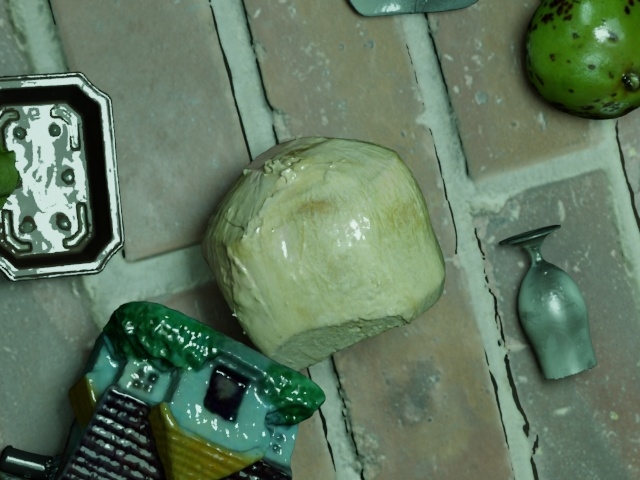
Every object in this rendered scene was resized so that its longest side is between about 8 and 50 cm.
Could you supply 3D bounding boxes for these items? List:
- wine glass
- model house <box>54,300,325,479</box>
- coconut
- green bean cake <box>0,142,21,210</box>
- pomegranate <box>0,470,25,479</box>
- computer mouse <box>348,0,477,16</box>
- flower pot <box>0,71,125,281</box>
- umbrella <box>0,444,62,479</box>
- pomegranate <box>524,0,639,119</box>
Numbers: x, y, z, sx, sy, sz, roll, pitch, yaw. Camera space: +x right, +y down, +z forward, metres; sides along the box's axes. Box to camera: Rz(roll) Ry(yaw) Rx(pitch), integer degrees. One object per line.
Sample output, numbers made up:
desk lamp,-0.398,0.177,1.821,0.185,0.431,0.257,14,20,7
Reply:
wine glass,0.315,0.086,1.996,0.093,0.093,0.202,-16,93,-16
model house,-0.178,0.258,1.743,0.280,0.230,0.249,27,57,-13
coconut,0.000,0.000,1.807,0.297,0.297,0.255,-31,99,-15
green bean cake,-0.481,-0.077,1.705,0.214,0.113,0.200,46,105,8
pomegranate,-0.421,0.413,1.690,0.323,0.291,0.291,-24,96,15
computer mouse,0.126,-0.360,1.965,0.229,0.068,0.113,-6,88,-17
flower pot,-0.344,-0.078,1.810,0.178,0.084,0.251,-5,91,-17
umbrella,-0.279,0.304,1.831,0.250,0.053,0.052,17,82,-16
pomegranate,0.370,-0.281,1.986,0.211,0.211,0.263,-12,47,-12
